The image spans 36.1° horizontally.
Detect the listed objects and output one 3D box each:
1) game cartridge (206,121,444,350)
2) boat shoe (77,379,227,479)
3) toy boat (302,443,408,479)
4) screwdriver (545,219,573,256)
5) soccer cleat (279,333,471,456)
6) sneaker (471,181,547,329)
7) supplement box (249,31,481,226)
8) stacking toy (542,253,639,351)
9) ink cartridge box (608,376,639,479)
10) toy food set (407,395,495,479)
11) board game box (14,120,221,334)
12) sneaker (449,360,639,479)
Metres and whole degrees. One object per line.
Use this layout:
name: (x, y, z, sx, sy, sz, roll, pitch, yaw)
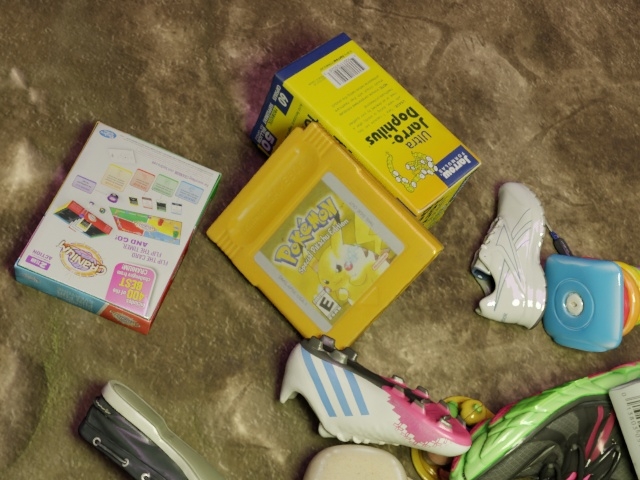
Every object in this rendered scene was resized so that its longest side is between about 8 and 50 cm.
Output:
game cartridge: (0.000, 0.000, 1.665, 0.323, 0.285, 0.052, 45, 18, 10)
boat shoe: (-0.234, 0.366, 1.487, 0.340, 0.127, 0.113, 44, 90, 1)
toy boat: (0.115, 0.461, 1.522, 0.318, 0.148, 0.267, 9, 56, -2)
screwdriver: (0.443, -0.026, 1.921, 0.025, 0.024, 0.170, -33, 66, 3)
soccer cleat: (0.081, 0.278, 1.575, 0.331, 0.116, 0.143, 29, 99, 24)
sneaker: (0.346, 0.017, 1.823, 0.129, 0.111, 0.297, 6, 61, -5)
supplement box: (0.075, -0.165, 1.782, 0.356, 0.194, 0.195, 45, 55, 11)
stacking toy: (0.565, 0.101, 1.825, 0.301, 0.175, 0.166, -6, 99, -37)
ink cartridge box: (0.657, 0.349, 1.631, 0.385, 0.091, 0.308, -8, 77, -43)
toy food set: (0.224, 0.344, 1.637, 0.128, 0.071, 0.218, 39, 61, 7)
board game box: (-0.341, -0.026, 1.687, 0.242, 0.064, 0.317, 23, 60, -2)
sneaker: (0.425, 0.335, 1.606, 0.482, 0.185, 0.202, -11, 72, -30)
